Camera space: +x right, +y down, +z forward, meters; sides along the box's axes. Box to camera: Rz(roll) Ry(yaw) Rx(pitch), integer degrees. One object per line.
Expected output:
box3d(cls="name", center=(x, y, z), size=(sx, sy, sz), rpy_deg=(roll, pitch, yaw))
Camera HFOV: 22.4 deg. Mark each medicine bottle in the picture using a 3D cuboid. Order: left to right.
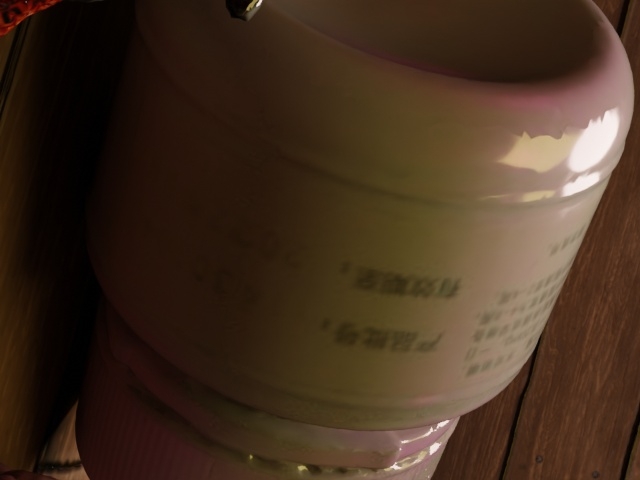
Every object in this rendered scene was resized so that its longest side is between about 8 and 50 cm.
box3d(cls="medicine bottle", center=(0.000, 0.000, 0.822), size=(0.241, 0.241, 0.302), rpy_deg=(-60, 171, -57))

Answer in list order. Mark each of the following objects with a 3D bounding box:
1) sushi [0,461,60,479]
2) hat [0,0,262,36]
box3d(cls="sushi", center=(-0.122, 0.227, 0.688), size=(0.236, 0.171, 0.270), rpy_deg=(60, 43, -76))
box3d(cls="hat", center=(-0.098, -0.116, 0.539), size=(0.227, 0.140, 0.129), rpy_deg=(-49, -155, -18))
